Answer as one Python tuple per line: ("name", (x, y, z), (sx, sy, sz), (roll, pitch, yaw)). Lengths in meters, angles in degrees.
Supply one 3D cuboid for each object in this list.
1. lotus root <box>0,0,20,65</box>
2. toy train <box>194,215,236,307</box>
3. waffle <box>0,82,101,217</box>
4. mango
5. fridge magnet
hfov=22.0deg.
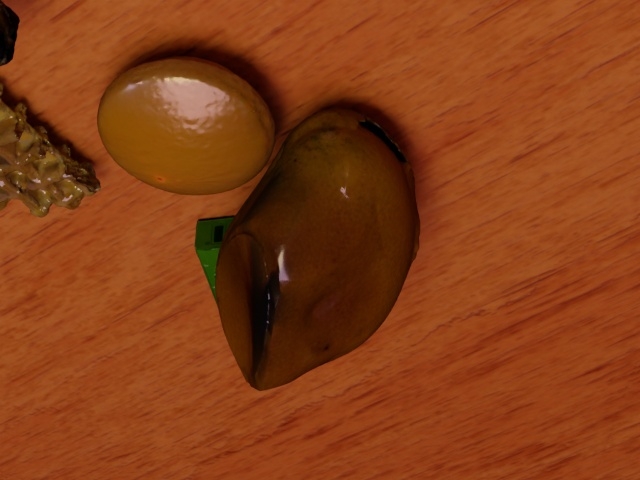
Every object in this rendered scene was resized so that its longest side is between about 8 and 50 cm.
("lotus root", (-0.372, -0.158, 1.166), (0.309, 0.173, 0.173), (2, 140, -16))
("toy train", (-0.068, 0.062, 1.493), (0.044, 0.042, 0.209), (-5, 138, 11))
("waffle", (-0.265, -0.084, 1.334), (0.192, 0.046, 0.161), (16, 138, -15))
("mango", (0.000, 0.000, 1.349), (0.166, 0.136, 0.236), (-16, 137, -29))
("fridge magnet", (-0.106, -0.092, 1.303), (0.143, 0.063, 0.143), (3, 138, 2))
